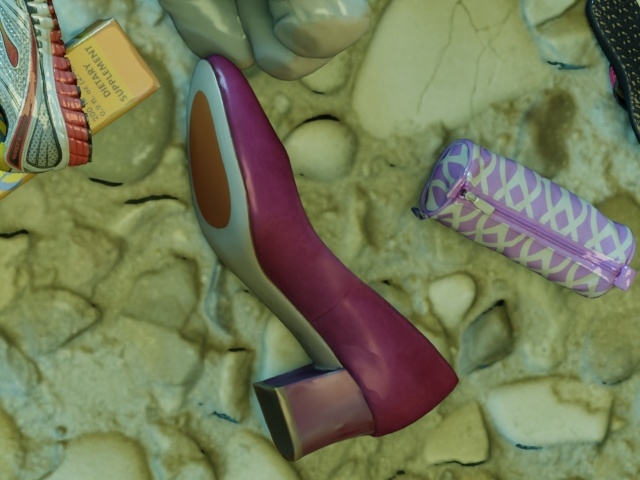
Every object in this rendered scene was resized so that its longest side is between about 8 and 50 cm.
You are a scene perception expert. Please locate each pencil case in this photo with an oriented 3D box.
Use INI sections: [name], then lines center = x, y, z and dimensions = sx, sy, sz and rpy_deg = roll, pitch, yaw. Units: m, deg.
[pencil case]
center = 0.192, -0.019, 1.746
dimensions = 0.206, 0.088, 0.086
rpy_deg = 25, 92, -19

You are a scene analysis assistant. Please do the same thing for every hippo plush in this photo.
[hippo plush]
center = -0.055, -0.292, 1.608
dimensions = 0.294, 0.234, 0.236
rpy_deg = 19, 69, 23

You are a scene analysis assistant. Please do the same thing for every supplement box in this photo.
[supplement box]
center = -0.253, -0.095, 1.611
dimensions = 0.233, 0.080, 0.078
rpy_deg = -36, 103, -6

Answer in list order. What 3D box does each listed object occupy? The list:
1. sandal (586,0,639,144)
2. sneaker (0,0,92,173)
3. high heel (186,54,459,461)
[sandal]
center = 0.301, -0.156, 1.790
dimensions = 0.067, 0.040, 0.179
rpy_deg = -23, 89, -18
[sneaker]
center = -0.254, -0.160, 1.526
dimensions = 0.093, 0.088, 0.225
rpy_deg = -17, 91, -8
[high heel]
center = 0.000, 0.000, 1.688
dimensions = 0.181, 0.127, 0.377
rpy_deg = -20, 108, -22
